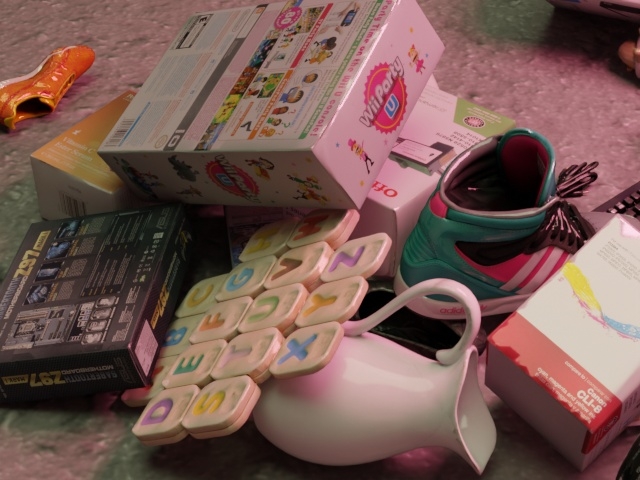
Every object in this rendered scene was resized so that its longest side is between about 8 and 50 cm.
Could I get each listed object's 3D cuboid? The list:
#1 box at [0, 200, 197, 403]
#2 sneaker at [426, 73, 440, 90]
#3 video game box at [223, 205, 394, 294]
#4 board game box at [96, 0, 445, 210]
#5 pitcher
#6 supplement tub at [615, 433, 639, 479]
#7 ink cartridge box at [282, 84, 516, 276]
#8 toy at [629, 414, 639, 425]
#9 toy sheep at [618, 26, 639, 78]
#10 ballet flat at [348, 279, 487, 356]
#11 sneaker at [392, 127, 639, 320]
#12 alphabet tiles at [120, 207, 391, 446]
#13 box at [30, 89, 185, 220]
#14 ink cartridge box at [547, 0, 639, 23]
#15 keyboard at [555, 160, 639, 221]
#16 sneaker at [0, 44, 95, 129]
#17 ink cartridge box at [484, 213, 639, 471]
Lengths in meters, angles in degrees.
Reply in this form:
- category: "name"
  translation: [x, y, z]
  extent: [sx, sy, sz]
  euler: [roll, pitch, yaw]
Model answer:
- category: "box"
  translation: [-0.240, 0.060, 1.309]
  extent: [0.183, 0.059, 0.232]
  euler: [-8, 36, 15]
- category: "sneaker"
  translation: [0.022, -0.140, 1.524]
  extent: [0.330, 0.122, 0.146]
  euler: [-38, 92, -28]
- category: "video game box"
  translation: [0.000, 0.000, 1.417]
  extent: [0.205, 0.048, 0.187]
  euler: [-5, 36, -5]
- category: "board game box"
  translation: [-0.054, -0.145, 1.340]
  extent: [0.303, 0.097, 0.224]
  euler: [2, 53, 41]
- category: "pitcher"
  translation: [0.047, 0.118, 1.155]
  extent: [0.207, 0.177, 0.125]
  euler: [2, 12, 20]
- category: "supplement tub"
  translation: [0.377, 0.263, 0.962]
  extent: [0.194, 0.193, 0.316]
  euler: [-14, 41, -16]
- category: "ink cartridge box"
  translation: [0.085, -0.074, 1.397]
  extent: [0.160, 0.092, 0.219]
  euler: [27, 45, 31]
- category: "toy"
  translation: [0.367, 0.113, 1.258]
  extent: [0.237, 0.056, 0.137]
  euler: [-5, 40, -5]
- category: "toy sheep"
  translation: [0.454, -0.242, 1.673]
  extent: [0.132, 0.091, 0.091]
  euler: [10, 40, 23]
- category: "ballet flat"
  translation: [0.086, 0.078, 1.304]
  extent: [0.173, 0.057, 0.049]
  euler: [15, 5, 16]
- category: "sneaker"
  translation: [0.222, -0.029, 1.289]
  extent: [0.296, 0.178, 0.124]
  euler: [-10, 44, -23]
- category: "alphabet tiles"
  translation: [-0.067, 0.074, 1.212]
  extent: [0.278, 0.021, 0.284]
  euler: [-15, 34, 43]
- category: "box"
  translation: [-0.227, -0.083, 1.491]
  extent: [0.130, 0.091, 0.170]
  euler: [23, 45, 27]
- category: "ink cartridge box"
  translation: [0.451, -0.355, 1.708]
  extent: [0.307, 0.129, 0.223]
  euler: [16, 6, 21]
- category: "keyboard"
  translation: [0.297, -0.010, 1.435]
  extent: [0.317, 0.033, 0.201]
  euler: [-29, 46, -31]
- category: "sneaker"
  translation: [-0.355, -0.196, 1.675]
  extent: [0.067, 0.064, 0.175]
  euler: [39, 56, 14]
- category: "ink cartridge box"
  translation: [0.254, 0.093, 1.170]
  extent: [0.176, 0.128, 0.127]
  euler: [-42, 66, -13]
